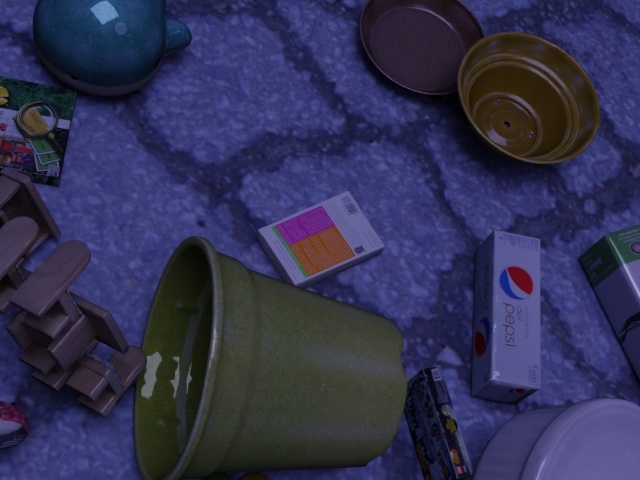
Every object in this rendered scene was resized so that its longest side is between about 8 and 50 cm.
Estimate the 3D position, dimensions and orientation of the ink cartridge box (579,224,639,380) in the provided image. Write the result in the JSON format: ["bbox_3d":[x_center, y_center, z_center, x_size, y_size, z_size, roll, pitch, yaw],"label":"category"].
[{"bbox_3d":[0.482,0.085,1.455,0.160,0.092,0.219,-14,71,-21],"label":"ink cartridge box"}]

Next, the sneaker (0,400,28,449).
[{"bbox_3d":[-0.455,0.250,1.119,0.299,0.121,0.112,-20,102,-24],"label":"sneaker"}]

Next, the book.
[{"bbox_3d":[0.000,0.000,1.396,0.144,0.035,0.096,-23,71,-24],"label":"book"}]

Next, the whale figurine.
[{"bbox_3d":[-0.268,-0.325,1.410,0.216,0.141,0.272,26,61,-2],"label":"whale figurine"}]

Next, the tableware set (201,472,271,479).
[{"bbox_3d":[-0.070,0.325,1.231,0.154,0.024,0.104,15,59,-7],"label":"tableware set"}]

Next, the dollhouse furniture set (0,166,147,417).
[{"bbox_3d":[-0.305,0.043,1.194,0.242,0.212,0.161,23,60,26],"label":"dollhouse furniture set"}]

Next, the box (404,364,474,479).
[{"bbox_3d":[0.139,0.232,1.291,0.027,0.094,0.137,-9,68,-19],"label":"box"}]

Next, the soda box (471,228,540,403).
[{"bbox_3d":[0.245,0.100,1.393,0.069,0.074,0.216,12,63,-10],"label":"soda box"}]

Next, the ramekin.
[{"bbox_3d":[0.289,0.314,1.229,0.273,0.127,0.273,3,84,-37],"label":"ramekin"}]

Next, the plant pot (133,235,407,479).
[{"bbox_3d":[-0.050,0.154,1.200,0.254,0.276,0.276,12,63,-22],"label":"plant pot"}]

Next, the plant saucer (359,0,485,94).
[{"bbox_3d":[0.149,-0.293,1.571,0.199,0.036,0.198,6,65,-12],"label":"plant saucer"}]

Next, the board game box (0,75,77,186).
[{"bbox_3d":[-0.451,-0.154,1.344,0.260,0.030,0.136,9,62,-12],"label":"board game box"}]

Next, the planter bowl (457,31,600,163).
[{"bbox_3d":[0.284,-0.187,1.528,0.217,0.090,0.217,6,65,-13],"label":"planter bowl"}]
